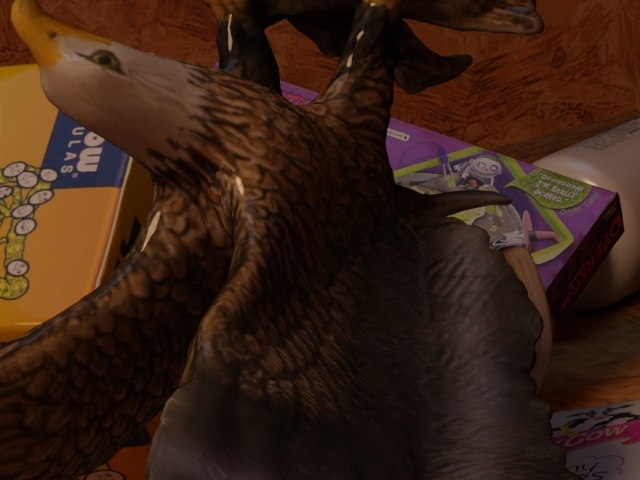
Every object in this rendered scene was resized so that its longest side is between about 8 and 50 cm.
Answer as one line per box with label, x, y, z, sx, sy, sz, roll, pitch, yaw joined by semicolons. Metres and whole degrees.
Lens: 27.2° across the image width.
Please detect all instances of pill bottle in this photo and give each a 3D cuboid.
pill bottle;0.224;-0.015;1.078;0.131;0.131;0.229;-7;11;46

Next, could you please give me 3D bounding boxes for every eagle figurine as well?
eagle figurine;-0.030;0.008;0.451;0.225;0.298;0.226;19;-30;-9

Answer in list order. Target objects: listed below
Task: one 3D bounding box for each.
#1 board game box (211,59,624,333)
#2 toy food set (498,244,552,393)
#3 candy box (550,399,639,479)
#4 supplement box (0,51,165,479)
board game box;0.000;0.000;0.890;0.347;0.056;0.208;23;66;35
toy food set;-0.062;0.108;0.576;0.306;0.092;0.220;-34;1;-28
candy box;0.095;0.131;0.531;0.164;0.070;0.196;-13;8;21
supplement box;-0.249;0.037;0.775;0.356;0.194;0.195;-4;50;13
